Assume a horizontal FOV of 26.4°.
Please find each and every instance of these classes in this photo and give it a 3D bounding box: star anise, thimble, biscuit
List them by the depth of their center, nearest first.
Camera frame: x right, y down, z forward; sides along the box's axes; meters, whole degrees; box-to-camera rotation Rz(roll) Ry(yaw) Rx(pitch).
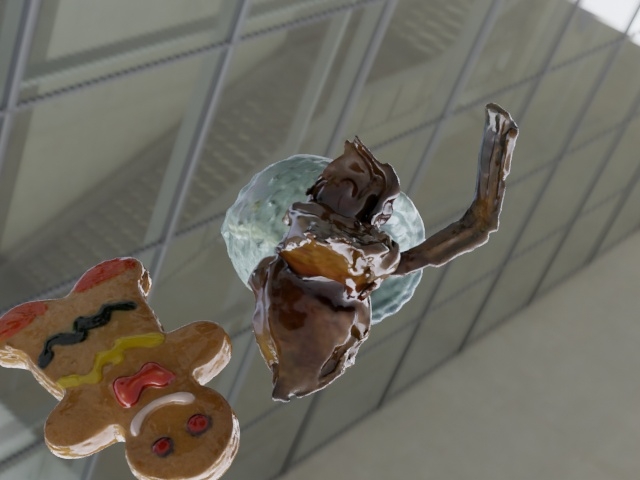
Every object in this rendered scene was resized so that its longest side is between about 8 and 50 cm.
[{"bbox_3d":[-0.151,0.103,1.074,0.165,0.036,0.250,-31,-132,-18],"label":"biscuit"},{"bbox_3d":[0.047,-0.006,1.229,0.346,0.237,0.148,-41,-99,-18],"label":"star anise"},{"bbox_3d":[0.000,0.000,1.714,0.250,0.204,0.172,13,-169,-41],"label":"thimble"}]
